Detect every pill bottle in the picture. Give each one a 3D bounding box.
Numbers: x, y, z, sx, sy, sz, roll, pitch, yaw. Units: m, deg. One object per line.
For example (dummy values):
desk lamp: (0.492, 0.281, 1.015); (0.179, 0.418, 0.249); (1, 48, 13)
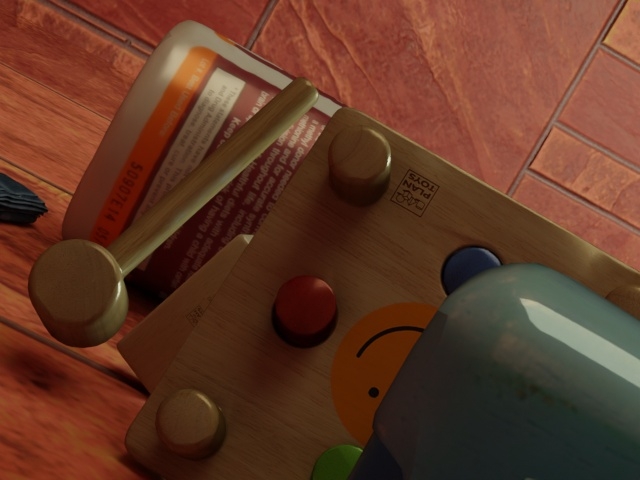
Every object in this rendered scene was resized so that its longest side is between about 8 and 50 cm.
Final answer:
pill bottle: (0.000, 0.000, 1.282); (0.392, 0.224, 0.224); (29, 8, -3)

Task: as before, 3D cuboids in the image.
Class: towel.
towel: (-0.283, -0.043, 1.247); (0.067, 0.029, 0.119); (32, 9, 21)

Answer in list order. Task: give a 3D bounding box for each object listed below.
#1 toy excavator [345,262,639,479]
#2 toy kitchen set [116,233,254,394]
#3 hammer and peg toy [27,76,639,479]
toy excavator: (0.068, 0.077, 0.285); (0.222, 0.445, 0.433); (30, 8, 9)
toy kitchen set: (-0.012, 0.113, 1.069); (0.207, 0.122, 0.166); (52, 13, 11)
hammer and peg toy: (0.011, 0.050, 0.897); (0.361, 0.266, 0.127); (32, -10, 9)
